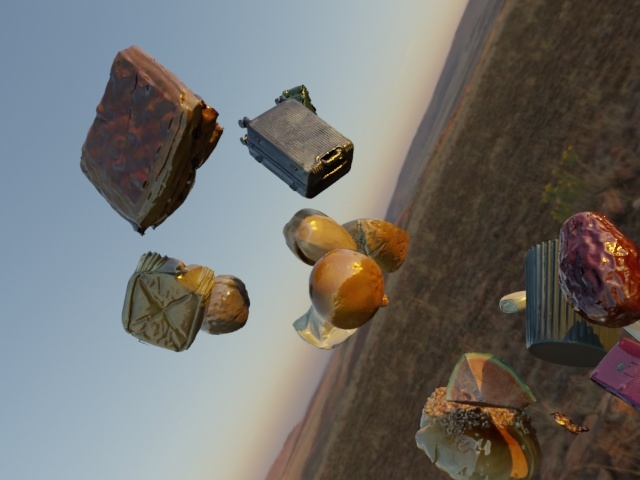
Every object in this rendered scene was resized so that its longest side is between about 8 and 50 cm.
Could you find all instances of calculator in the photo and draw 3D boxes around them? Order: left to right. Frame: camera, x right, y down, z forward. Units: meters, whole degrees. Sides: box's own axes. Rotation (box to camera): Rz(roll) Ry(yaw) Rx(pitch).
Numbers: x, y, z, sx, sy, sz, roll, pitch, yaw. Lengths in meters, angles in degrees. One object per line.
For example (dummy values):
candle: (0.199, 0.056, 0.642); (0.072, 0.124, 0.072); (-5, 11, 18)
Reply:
calculator: (0.632, 0.266, 1.038); (0.126, 0.034, 0.190); (-52, 7, 2)

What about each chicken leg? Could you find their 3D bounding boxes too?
chicken leg: (0.516, 0.383, 1.065); (0.036, 0.083, 0.021); (-50, -16, -52)

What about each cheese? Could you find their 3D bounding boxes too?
cheese: (0.839, 0.239, 2.107); (0.227, 0.064, 0.137); (-16, 1, -30)

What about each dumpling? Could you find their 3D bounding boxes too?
dumpling: (0.046, 0.238, 1.517); (0.179, 0.252, 0.131); (-118, 9, -63)

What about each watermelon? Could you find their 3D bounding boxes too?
watermelon: (0.479, 0.400, 1.472); (0.128, 0.231, 0.146); (123, 155, -67)

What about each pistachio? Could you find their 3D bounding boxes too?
pistachio: (0.000, 0.000, 1.475); (0.157, 0.229, 0.157); (-29, 48, 39)

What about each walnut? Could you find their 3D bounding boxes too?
walnut: (-0.398, 0.255, 2.033); (0.248, 0.248, 0.248); (24, -90, -84)

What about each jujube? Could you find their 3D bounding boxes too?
jujube: (0.655, 0.064, 1.207); (0.197, 0.197, 0.290); (106, 168, -51)

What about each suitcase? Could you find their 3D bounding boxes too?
suitcase: (-0.067, -0.268, 1.457); (0.202, 0.312, 0.128); (-39, -25, -27)

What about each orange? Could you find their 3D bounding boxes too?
orange: (0.053, 0.090, 0.987); (0.136, 0.159, 0.159); (-20, 22, 30)

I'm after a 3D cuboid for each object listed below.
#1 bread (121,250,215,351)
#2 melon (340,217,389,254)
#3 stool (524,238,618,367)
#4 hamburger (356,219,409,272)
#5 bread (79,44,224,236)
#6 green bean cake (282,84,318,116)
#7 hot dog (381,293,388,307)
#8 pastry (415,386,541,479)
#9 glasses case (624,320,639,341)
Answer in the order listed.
bread: (-0.364, 0.142, 1.230); (0.110, 0.192, 0.210); (-77, 4, -66)
melon: (0.166, 0.033, 1.989); (0.237, 0.302, 0.237); (49, -148, -47)
stool: (0.794, 0.204, 1.624); (0.297, 0.297, 0.330); (100, -176, -65)
hamburger: (0.203, 0.011, 1.683); (0.208, 0.135, 0.155); (41, -129, -57)
bread: (-0.337, -0.199, 1.058); (0.167, 0.277, 0.324); (-9, -44, -53)
green bean cake: (-0.060, -0.417, 1.830); (0.208, 0.107, 0.193); (42, -141, -54)
hot dog: (0.153, 0.203, 1.719); (0.062, 0.144, 0.038); (-90, -10, -48)
pastry: (0.505, 0.616, 1.648); (0.409, 0.410, 0.245); (-38, -39, -77)
glasses case: (0.848, 0.223, 1.321); (0.131, 0.313, 0.070); (-6, -43, -56)
